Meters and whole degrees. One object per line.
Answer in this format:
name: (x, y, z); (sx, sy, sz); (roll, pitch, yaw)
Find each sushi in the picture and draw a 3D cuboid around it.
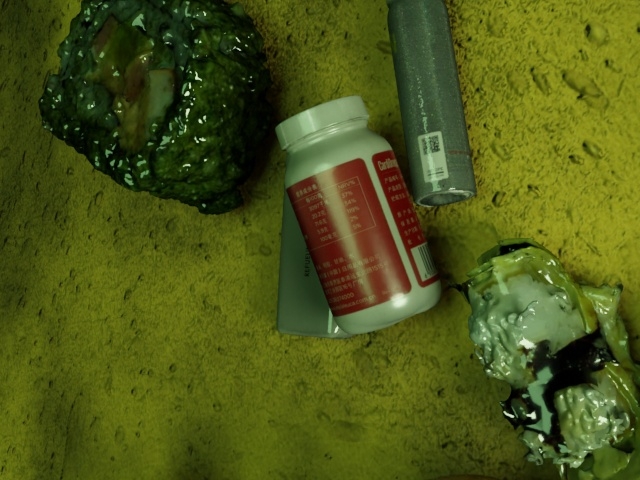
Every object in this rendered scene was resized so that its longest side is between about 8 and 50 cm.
sushi: (-0.221, -0.223, 1.158); (0.352, 0.178, 0.294); (36, 104, 37)
sushi: (0.240, 0.128, 0.800); (0.139, 0.131, 0.291); (-40, 61, 39)

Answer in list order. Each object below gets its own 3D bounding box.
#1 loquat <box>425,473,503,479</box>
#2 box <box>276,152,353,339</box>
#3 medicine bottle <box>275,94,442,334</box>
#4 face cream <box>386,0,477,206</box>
loquat: (0.119, 0.374, 0.765); (0.359, 0.328, 0.328); (-150, 74, -71)
box: (0.000, 0.000, 1.044); (0.103, 0.055, 0.244); (1, 85, 36)
medicine bottle: (0.040, -0.028, 0.936); (0.131, 0.131, 0.250); (-21, 89, 34)
face cream: (0.124, -0.182, 0.957); (0.073, 0.073, 0.283); (-15, 77, 35)
